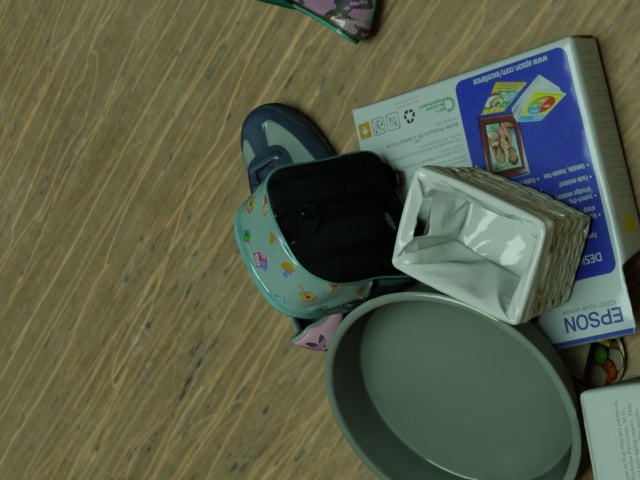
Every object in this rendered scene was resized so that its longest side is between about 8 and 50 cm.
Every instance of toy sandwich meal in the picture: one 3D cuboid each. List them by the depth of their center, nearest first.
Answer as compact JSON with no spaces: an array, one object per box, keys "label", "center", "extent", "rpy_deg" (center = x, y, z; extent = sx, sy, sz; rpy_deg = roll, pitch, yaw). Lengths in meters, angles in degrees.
[{"label":"toy sandwich meal","center":[0.275,0.119,1.821],"extent":[0.085,0.029,0.086],"rpy_deg":[5,97,41]}]

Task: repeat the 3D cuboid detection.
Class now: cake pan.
[{"label":"cake pan","center":[0.145,0.167,1.853],"extent":[0.293,0.054,0.293],"rpy_deg":[17,128,23]}]

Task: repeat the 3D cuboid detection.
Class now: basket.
[{"label":"basket","center":[0.173,0.000,1.768],"extent":[0.167,0.103,0.113],"rpy_deg":[27,112,36]}]

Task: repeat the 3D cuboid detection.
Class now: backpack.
[{"label":"backpack","center":[0.000,0.000,1.863],"extent":[0.144,0.188,0.166],"rpy_deg":[-37,70,39]}]

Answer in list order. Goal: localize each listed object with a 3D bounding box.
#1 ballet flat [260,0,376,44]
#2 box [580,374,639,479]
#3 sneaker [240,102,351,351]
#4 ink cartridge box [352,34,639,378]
[{"label":"ballet flat","center":[-0.022,-0.295,2.025],"extent":[0.221,0.077,0.079],"rpy_deg":[27,93,32]},{"label":"box","center":[0.354,0.211,1.659],"extent":[0.119,0.181,0.182],"rpy_deg":[-12,87,42]},{"label":"sneaker","center":[-0.030,-0.019,2.009],"extent":[0.112,0.131,0.319],"rpy_deg":[-40,68,37]},{"label":"ink cartridge box","center":[0.189,-0.029,1.862],"extent":[0.303,0.072,0.307],"rpy_deg":[-15,86,40]}]
